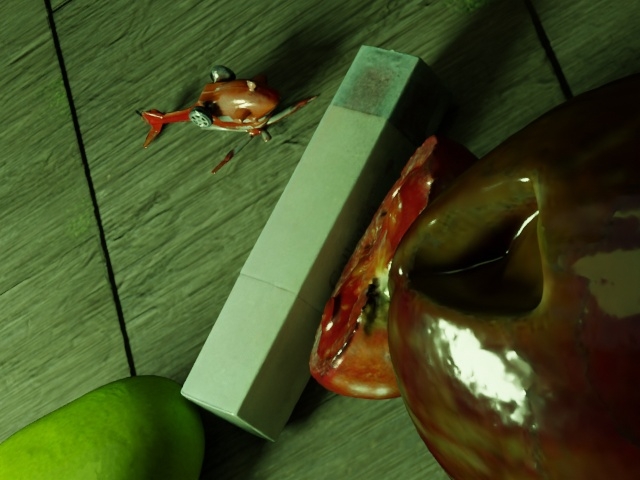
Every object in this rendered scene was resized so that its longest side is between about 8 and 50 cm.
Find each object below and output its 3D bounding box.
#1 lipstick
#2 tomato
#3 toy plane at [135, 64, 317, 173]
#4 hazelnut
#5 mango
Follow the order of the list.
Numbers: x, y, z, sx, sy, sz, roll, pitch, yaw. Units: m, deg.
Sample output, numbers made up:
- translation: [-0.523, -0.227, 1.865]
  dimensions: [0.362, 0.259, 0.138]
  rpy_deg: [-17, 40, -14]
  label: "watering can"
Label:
- translation: [0.000, 0.000, 1.674]
  dimensions: [0.080, 0.076, 0.371]
  rpy_deg: [17, 75, 39]
  label: "lipstick"
- translation: [0.095, 0.038, 1.549]
  dimensions: [0.233, 0.140, 0.200]
  rpy_deg: [-58, 10, 19]
  label: "tomato"
- translation: [-0.110, -0.138, 1.858]
  dimensions: [0.126, 0.077, 0.194]
  rpy_deg: [-52, 38, -14]
  label: "toy plane"
- translation: [0.258, 0.063, 1.239]
  dimensions: [0.402, 0.429, 0.402]
  rpy_deg: [-11, 62, 22]
  label: "hazelnut"
- translation: [-0.219, 0.243, 1.653]
  dimensions: [0.273, 0.149, 0.185]
  rpy_deg: [-35, 47, 6]
  label: "mango"
